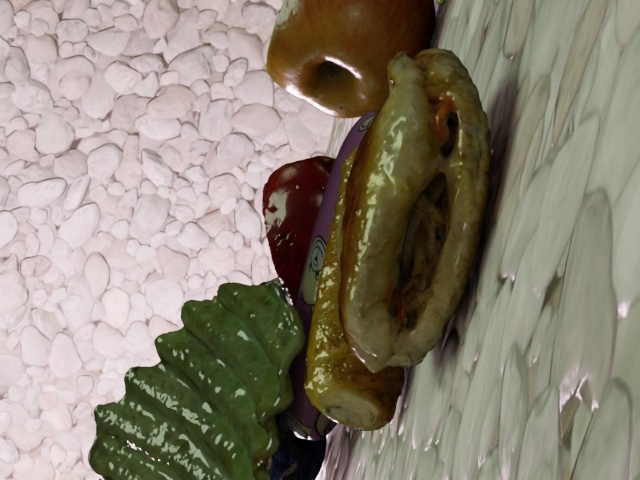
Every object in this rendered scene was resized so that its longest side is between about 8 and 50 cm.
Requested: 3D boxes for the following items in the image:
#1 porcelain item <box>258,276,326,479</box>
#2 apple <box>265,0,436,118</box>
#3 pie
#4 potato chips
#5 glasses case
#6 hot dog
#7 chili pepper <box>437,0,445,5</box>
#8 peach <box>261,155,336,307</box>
[{"bbox_3d":[-0.032,0.149,1.640,0.186,0.138,0.288,-45,23,51],"label":"porcelain item"},{"bbox_3d":[0.034,-0.221,1.503,0.195,0.160,0.173,111,168,-58],"label":"apple"},{"bbox_3d":[0.055,-0.019,0.947,0.179,0.084,0.205,-96,17,-81],"label":"pie"},{"bbox_3d":[-0.111,0.228,1.466,0.389,0.097,0.373,-11,79,59],"label":"potato chips"},{"bbox_3d":[0.022,0.034,1.410,0.123,0.076,0.316,-96,19,-75],"label":"glasses case"},{"bbox_3d":[0.041,0.023,1.158,0.068,0.083,0.289,-49,21,39],"label":"hot dog"},{"bbox_3d":[0.124,-0.323,1.412,0.049,0.043,0.208,-3,-73,-80],"label":"chili pepper"},{"bbox_3d":[-0.001,0.002,1.514,0.092,0.127,0.172,-94,13,-71],"label":"peach"}]
